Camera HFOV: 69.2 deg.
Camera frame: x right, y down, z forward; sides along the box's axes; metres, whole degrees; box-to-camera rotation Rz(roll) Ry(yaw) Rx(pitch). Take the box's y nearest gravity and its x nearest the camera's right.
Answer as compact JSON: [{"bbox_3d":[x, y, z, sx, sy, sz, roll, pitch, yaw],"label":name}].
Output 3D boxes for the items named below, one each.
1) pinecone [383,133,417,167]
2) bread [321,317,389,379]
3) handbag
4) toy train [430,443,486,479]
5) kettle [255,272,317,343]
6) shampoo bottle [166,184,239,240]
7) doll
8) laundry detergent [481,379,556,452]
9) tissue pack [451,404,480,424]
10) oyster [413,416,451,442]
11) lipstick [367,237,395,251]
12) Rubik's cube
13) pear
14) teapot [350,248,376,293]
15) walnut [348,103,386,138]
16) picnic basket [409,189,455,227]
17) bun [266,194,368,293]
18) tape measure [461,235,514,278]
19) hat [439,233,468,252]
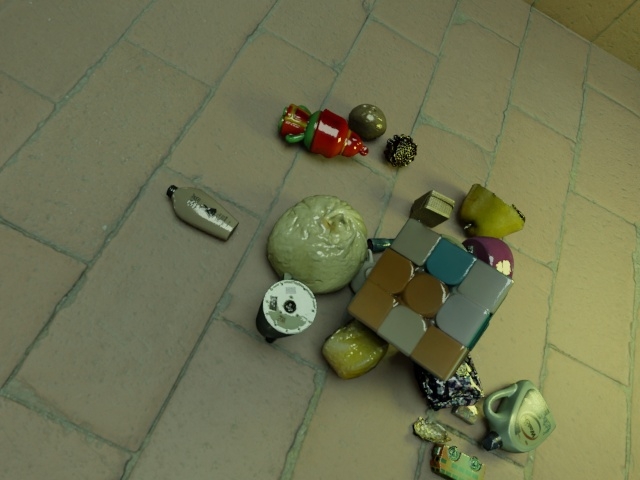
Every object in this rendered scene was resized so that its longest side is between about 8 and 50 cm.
[{"bbox_3d":[0.324,-0.370,1.895,0.140,0.140,0.121,-13,40,-23],"label":"pinecone"},{"bbox_3d":[0.112,0.347,1.487,0.197,0.197,0.170,-37,76,-27],"label":"bread"},{"bbox_3d":[0.427,0.455,1.585,0.208,0.126,0.228,-3,62,-13],"label":"handbag"},{"bbox_3d":[0.448,0.734,1.506,0.188,0.072,0.099,29,62,-5],"label":"toy train"},{"bbox_3d":[-0.122,0.202,1.439,0.160,0.243,0.210,9,68,-16],"label":"kettle"},{"bbox_3d":[-0.402,-0.101,1.561,0.257,0.078,0.127,32,63,-2],"label":"shampoo bottle"},{"bbox_3d":[0.020,-0.412,1.787,0.363,0.160,0.182,23,56,-9],"label":"doll"},{"bbox_3d":[0.659,0.625,1.606,0.281,0.105,0.214,-18,76,-23],"label":"laundry detergent"},{"bbox_3d":[0.502,0.590,1.606,0.083,0.035,0.063,33,62,-1],"label":"tissue pack"},{"bbox_3d":[0.369,0.643,1.537,0.132,0.029,0.086,36,46,12],"label":"oyster"},{"bbox_3d":[0.290,0.013,1.764,0.234,0.053,0.053,-3,70,-21],"label":"lipstick"},{"bbox_3d":[0.340,0.190,1.427,0.347,0.346,0.344,35,89,24],"label":"Rubik's cube"},{"bbox_3d":[0.664,-0.085,1.872,0.267,0.267,0.178,42,94,1],"label":"pear"},{"bbox_3d":[0.176,0.132,1.658,0.145,0.092,0.226,11,62,-15],"label":"teapot"},{"bbox_3d":[0.193,-0.485,1.892,0.162,0.140,0.140,13,64,3],"label":"walnut"},{"bbox_3d":[0.432,-0.119,1.805,0.115,0.164,0.079,23,72,-8],"label":"picnic basket"},{"bbox_3d":[0.000,0.000,1.573,0.353,0.227,0.348,8,68,-14],"label":"bun"},{"bbox_3d":[0.603,0.108,1.733,0.149,0.231,0.245,1,64,-18],"label":"tape measure"},{"bbox_3d":[0.413,0.083,1.675,0.252,0.110,0.252,-4,76,18],"label":"hat"}]
